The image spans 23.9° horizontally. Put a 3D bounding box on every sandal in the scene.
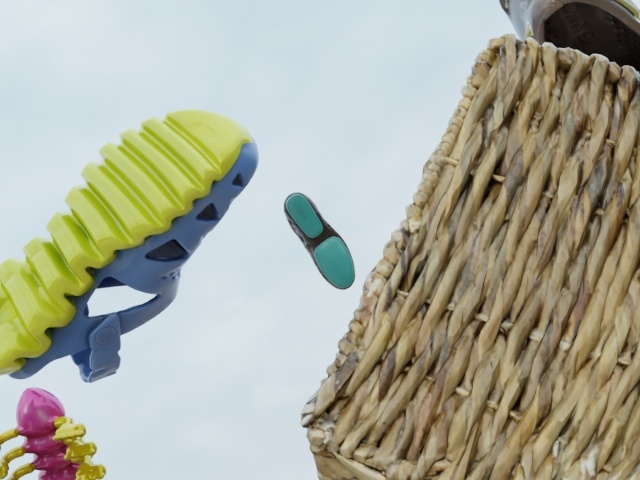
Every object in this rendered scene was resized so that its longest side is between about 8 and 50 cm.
[{"bbox_3d":[-0.171,0.014,1.336,0.317,0.126,0.138,-42,-44,12],"label":"sandal"}]

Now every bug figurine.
[{"bbox_3d":[-0.228,0.206,1.079,0.279,0.072,0.216,-10,-63,9],"label":"bug figurine"}]

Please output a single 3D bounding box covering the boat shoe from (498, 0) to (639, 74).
[{"bbox_3d":[0.246,-0.119,1.225,0.116,0.097,0.324,-27,-48,19],"label":"boat shoe"}]

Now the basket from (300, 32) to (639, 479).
[{"bbox_3d":[0.142,0.071,0.891,0.223,0.213,0.299,84,-150,-58],"label":"basket"}]

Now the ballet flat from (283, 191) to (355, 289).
[{"bbox_3d":[0.000,0.000,1.570,0.041,0.114,0.041,-32,0,0],"label":"ballet flat"}]
